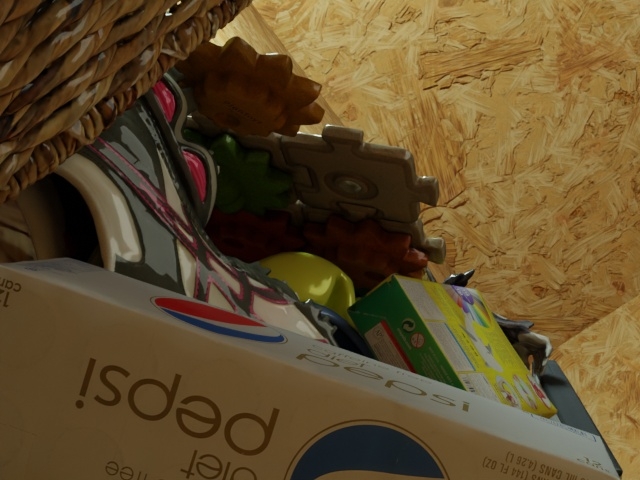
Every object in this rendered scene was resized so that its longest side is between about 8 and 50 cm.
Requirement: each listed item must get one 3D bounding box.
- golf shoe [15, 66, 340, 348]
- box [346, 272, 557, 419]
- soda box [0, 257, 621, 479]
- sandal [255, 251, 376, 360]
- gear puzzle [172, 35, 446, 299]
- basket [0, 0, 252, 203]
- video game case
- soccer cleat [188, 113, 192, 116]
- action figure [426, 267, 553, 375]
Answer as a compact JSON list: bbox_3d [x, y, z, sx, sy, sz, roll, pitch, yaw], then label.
[{"bbox_3d":[-0.076,0.043,0.541,0.273,0.105,0.120,58,35,-5],"label":"golf shoe"},{"bbox_3d":[0.092,0.078,0.684,0.105,0.043,0.179,59,21,20],"label":"box"},{"bbox_3d":[-0.014,0.072,0.368,0.216,0.074,0.069,18,4,9],"label":"soda box"},{"bbox_3d":[0.049,0.149,0.701,0.317,0.126,0.138,40,18,-31],"label":"sandal"},{"bbox_3d":[-0.013,-0.014,0.673,0.339,0.176,0.044,73,30,-62],"label":"gear puzzle"},{"bbox_3d":[-0.132,-0.198,0.450,0.213,0.299,0.223,34,-31,12],"label":"basket"},{"bbox_3d":[0.263,0.293,1.145,0.275,0.035,0.248,-93,-178,-75],"label":"video game case"},{"bbox_3d":[-0.125,-0.141,0.995,0.196,0.068,0.076,46,9,-34],"label":"soccer cleat"},{"bbox_3d":[0.161,0.148,1.180,0.141,0.164,0.275,28,31,-28],"label":"action figure"}]
